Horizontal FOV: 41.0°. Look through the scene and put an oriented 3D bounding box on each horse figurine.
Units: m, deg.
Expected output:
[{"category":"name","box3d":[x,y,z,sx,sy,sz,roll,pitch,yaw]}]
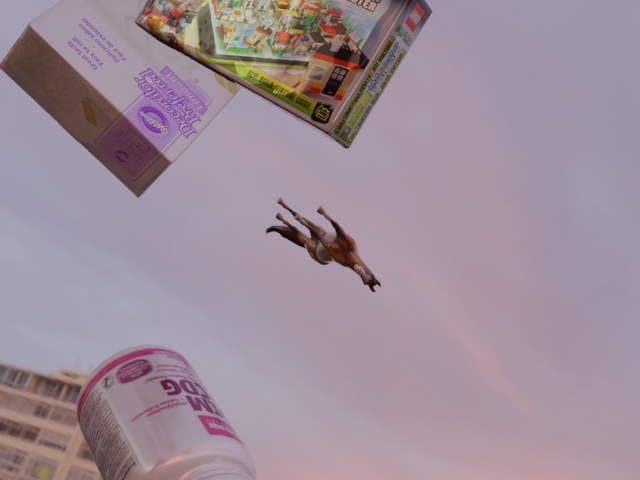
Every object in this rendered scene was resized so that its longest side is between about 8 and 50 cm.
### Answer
[{"category":"horse figurine","box3d":[0.000,0.000,1.568,0.174,0.066,0.263,45,-15,-25]}]

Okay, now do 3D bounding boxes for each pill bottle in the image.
[{"category":"pill bottle","box3d":[-0.173,0.261,1.009,0.160,0.160,0.283,48,-4,-42]}]

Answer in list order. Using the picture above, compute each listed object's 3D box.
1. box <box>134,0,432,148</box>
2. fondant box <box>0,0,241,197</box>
[{"category":"box","box3d":[-0.034,-0.163,0.627,0.207,0.114,0.036,33,3,29]},{"category":"fondant box","box3d":[-0.239,-0.247,1.181,0.238,0.330,0.096,45,-50,-13]}]
